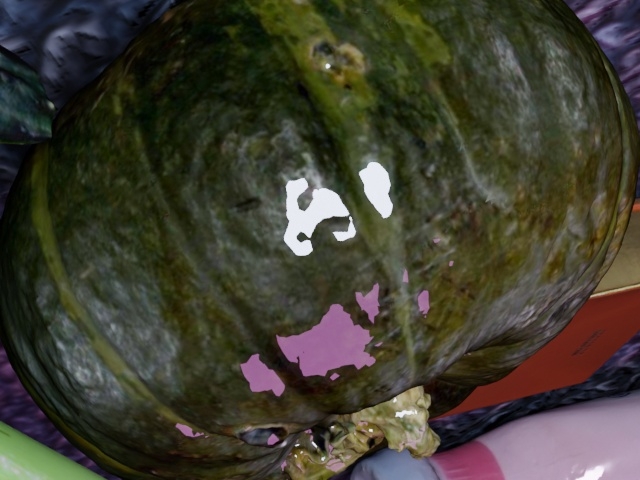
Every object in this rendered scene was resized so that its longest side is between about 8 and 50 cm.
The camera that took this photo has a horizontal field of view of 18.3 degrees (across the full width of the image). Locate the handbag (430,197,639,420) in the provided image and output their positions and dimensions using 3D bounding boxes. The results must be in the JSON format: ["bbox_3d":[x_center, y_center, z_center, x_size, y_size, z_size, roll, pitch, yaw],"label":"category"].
[{"bbox_3d":[0.066,0.042,0.936,0.190,0.063,0.127,-10,157,-27],"label":"handbag"}]

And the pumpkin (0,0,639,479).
[{"bbox_3d":[0.000,0.000,0.652,0.224,0.157,0.223,-25,165,-7],"label":"pumpkin"}]

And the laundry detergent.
[{"bbox_3d":[0.180,0.141,1.220,0.335,0.088,0.159,-8,156,-22],"label":"laundry detergent"}]

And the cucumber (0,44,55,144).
[{"bbox_3d":[-0.166,-0.060,0.522,0.078,0.062,0.211,2,180,36],"label":"cucumber"}]

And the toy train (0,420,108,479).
[{"bbox_3d":[-0.164,0.069,0.622,0.253,0.105,0.157,33,155,-23],"label":"toy train"}]
